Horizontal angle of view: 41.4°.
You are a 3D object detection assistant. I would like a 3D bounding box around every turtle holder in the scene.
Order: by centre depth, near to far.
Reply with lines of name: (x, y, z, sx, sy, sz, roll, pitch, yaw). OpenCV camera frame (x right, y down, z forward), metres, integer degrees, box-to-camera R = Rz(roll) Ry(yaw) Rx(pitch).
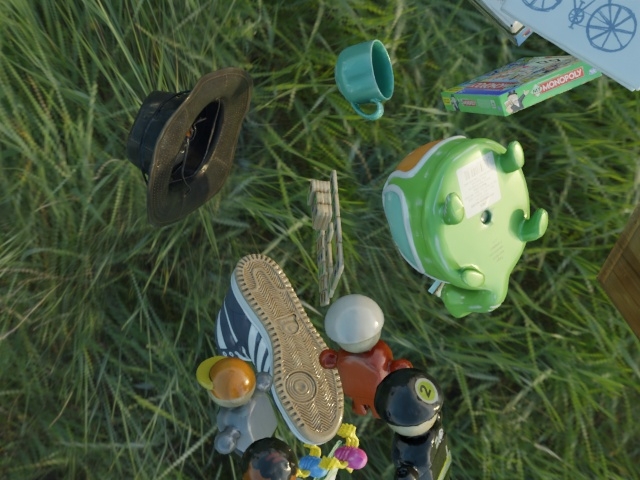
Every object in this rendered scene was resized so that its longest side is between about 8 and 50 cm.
turtle holder: (0.244, -0.033, 1.474, 0.320, 0.227, 0.243, 44, 73, -35)

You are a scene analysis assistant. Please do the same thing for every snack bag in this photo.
snack bag: (0.527, -0.485, 1.493, 0.323, 0.037, 0.342, 41, 110, 29)

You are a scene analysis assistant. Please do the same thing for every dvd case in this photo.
dvd case: (0.251, 0.073, 1.629, 0.013, 0.119, 0.087, 39, 96, 22)

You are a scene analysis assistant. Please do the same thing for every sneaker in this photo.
sneaker: (-0.066, 0.174, 1.205, 0.099, 0.153, 0.282, -11, 63, -31)

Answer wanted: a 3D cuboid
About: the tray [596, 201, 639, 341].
tray: (0.449, 0.155, 0.878, 0.076, 0.203, 0.411, -24, 65, -8)

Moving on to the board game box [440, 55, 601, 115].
board game box: (0.403, -0.322, 1.752, 0.213, 0.317, 0.046, -23, 105, -8)

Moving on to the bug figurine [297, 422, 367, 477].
bug figurine: (0.054, 0.332, 1.535, 0.072, 0.216, 0.279, 38, 72, -14)

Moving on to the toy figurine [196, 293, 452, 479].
toy figurine: (0.004, 0.168, 0.791, 0.209, 0.213, 0.148, -20, 123, -8)

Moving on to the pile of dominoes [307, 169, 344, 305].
pile of dominoes: (0.000, 0.000, 1.682, 0.040, 0.196, 0.251, 4, 54, -10)

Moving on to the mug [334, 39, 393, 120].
mug: (0.087, -0.346, 1.810, 0.097, 0.158, 0.129, -8, 135, 25)

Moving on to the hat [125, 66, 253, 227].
hat: (-0.255, -0.182, 1.488, 0.134, 0.331, 0.331, 25, 92, 13)

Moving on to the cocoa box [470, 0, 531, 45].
cocoa box: (0.396, -0.648, 1.895, 0.231, 0.228, 0.347, -45, 80, 12)

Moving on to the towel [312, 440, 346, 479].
towel: (-0.014, 0.643, 1.941, 0.038, 0.248, 0.325, 19, 106, 13)
